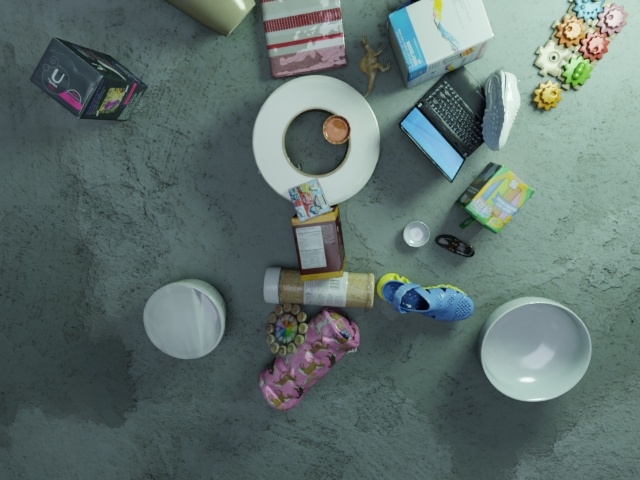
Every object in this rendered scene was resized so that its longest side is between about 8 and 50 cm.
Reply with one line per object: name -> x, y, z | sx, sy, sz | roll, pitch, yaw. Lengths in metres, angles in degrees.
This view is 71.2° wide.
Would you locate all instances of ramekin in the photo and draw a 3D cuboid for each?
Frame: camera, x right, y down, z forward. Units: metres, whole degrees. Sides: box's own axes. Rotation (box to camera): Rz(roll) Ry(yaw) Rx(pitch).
ramekin -> -0.445, 0.255, 1.520 | 0.272, 0.127, 0.273 | 1, 103, 5

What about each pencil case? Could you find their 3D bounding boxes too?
pencil case -> -0.042, 0.401, 1.510 | 0.386, 0.167, 0.160 | -46, 128, 13

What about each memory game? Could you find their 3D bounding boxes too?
memory game -> -0.118, 0.295, 1.500 | 0.186, 0.012, 0.186 | -15, 64, 33

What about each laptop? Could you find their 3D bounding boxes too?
laptop -> 0.394, -0.348, 1.308 | 0.264, 0.136, 0.234 | -43, 97, 12

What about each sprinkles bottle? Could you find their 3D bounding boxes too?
sprinkles bottle -> -0.004, 0.156, 1.464 | 0.354, 0.121, 0.122 | 3, 103, 4

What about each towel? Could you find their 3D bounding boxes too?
towel -> -0.054, -0.667, 1.322 | 0.236, 0.037, 0.330 | -6, 101, 8

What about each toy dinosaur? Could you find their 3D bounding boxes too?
toy dinosaur -> 0.162, -0.521, 1.339 | 0.092, 0.053, 0.183 | -3, 96, 21

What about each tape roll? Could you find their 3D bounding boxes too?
tape roll -> -0.014, -0.294, 1.360 | 0.391, 0.072, 0.393 | -1, 99, -4

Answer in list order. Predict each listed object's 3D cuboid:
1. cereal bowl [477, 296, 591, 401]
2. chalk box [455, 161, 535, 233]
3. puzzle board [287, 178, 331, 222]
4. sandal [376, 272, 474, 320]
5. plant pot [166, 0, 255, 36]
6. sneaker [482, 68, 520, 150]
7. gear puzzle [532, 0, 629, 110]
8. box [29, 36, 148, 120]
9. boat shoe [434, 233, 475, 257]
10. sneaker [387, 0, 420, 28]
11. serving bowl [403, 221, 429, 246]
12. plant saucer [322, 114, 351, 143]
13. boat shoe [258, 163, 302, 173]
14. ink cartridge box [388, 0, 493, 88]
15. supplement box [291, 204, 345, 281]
cereal bowl -> 0.669, 0.334, 1.443 | 0.338, 0.141, 0.340 | 1, 103, 4
chalk box -> 0.508, -0.112, 1.357 | 0.132, 0.132, 0.213 | 37, 104, -4
puzzle board -> -0.034, -0.120, 1.304 | 0.096, 0.011, 0.128 | -21, 59, -1
sandal -> 0.340, 0.201, 1.442 | 0.316, 0.138, 0.126 | 10, 102, 0
plant pot -> -0.322, -0.722, 1.242 | 0.256, 0.256, 0.274 | -43, 113, 12
sneaker -> 0.534, -0.374, 1.296 | 0.094, 0.090, 0.235 | 7, 89, -26
gear puzzle -> 0.723, -0.538, 1.284 | 0.175, 0.044, 0.339 | 29, 104, -3
box -> -0.657, -0.454, 1.297 | 0.165, 0.270, 0.143 | 38, 103, -4
boat shoe -> 0.434, 0.016, 1.440 | 0.132, 0.042, 0.049 | 22, 106, 1
sneaker -> 0.257, -0.659, 1.272 | 0.152, 0.084, 0.058 | -32, 99, 11
serving bowl -> 0.309, -0.023, 1.446 | 0.083, 0.027, 0.084 | 1, 103, 5
plant saucer -> 0.048, -0.326, 1.315 | 0.083, 0.013, 0.084 | -1, 99, -3
boat shoe -> -0.128, -0.227, 1.426 | 0.141, 0.049, 0.040 | 1, 95, -2
ink cartridge box -> 0.324, -0.560, 1.233 | 0.232, 0.171, 0.169 | -21, 90, 10
supplement box -> 0.000, 0.000, 1.391 | 0.128, 0.191, 0.194 | -7, 103, 8
